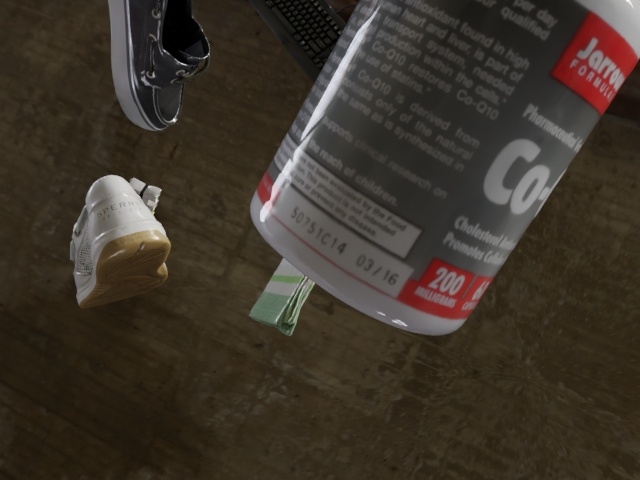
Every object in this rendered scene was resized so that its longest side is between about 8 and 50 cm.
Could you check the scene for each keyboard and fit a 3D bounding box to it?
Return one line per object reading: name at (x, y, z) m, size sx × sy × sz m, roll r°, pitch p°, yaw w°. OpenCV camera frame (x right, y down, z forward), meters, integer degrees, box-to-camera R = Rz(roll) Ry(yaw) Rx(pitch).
keyboard at (0.014, -0.427, 1.372) m, size 0.201 × 0.033 × 0.317 m, roll -36°, pitch -106°, yaw -3°

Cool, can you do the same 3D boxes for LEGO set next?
LEGO set at (-0.355, -0.029, 1.265) m, size 0.093 × 0.227 × 0.087 m, roll 29°, pitch -121°, yaw -6°

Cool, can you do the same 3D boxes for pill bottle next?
pill bottle at (0.089, -0.099, 0.439) m, size 0.161 × 0.161 × 0.283 m, roll 35°, pitch -75°, yaw 19°

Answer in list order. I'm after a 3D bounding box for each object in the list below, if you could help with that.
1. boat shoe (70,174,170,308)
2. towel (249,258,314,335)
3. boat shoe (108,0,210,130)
boat shoe at (-0.222, 0.005, 0.783) m, size 0.098 × 0.277 × 0.096 m, roll -18°, pitch -100°, yaw -27°
towel at (0.000, 0.000, 1.170) m, size 0.038 × 0.248 × 0.325 m, roll 34°, pitch -100°, yaw -13°
boat shoe at (-0.135, -0.181, 0.643) m, size 0.076 × 0.229 × 0.080 m, roll 22°, pitch -131°, yaw 10°
